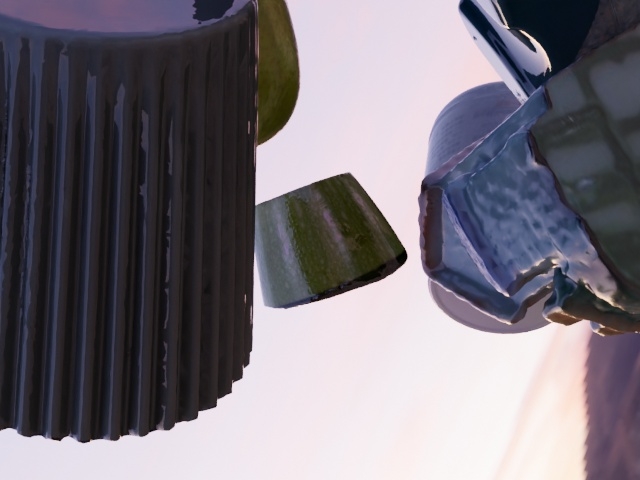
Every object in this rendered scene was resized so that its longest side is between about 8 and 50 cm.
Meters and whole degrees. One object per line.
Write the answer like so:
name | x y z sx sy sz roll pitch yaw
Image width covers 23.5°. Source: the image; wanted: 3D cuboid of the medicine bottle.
medicine bottle | 0.260 -0.046 2.144 0.241 0.241 0.302 93 -174 -50

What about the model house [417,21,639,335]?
model house | 0.223 -0.014 1.423 0.295 0.252 0.329 -32 1 -38

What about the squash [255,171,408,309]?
squash | 0.000 0.000 1.672 0.123 0.170 0.170 68 -158 -1

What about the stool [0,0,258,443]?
stool | -0.187 -0.057 1.232 0.297 0.297 0.330 -44 -34 -56

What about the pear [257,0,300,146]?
pear | -0.184 -0.260 1.754 0.238 0.342 0.318 -101 14 -58

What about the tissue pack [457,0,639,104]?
tissue pack | 0.237 -0.274 1.509 0.206 0.198 0.287 -33 -32 3
